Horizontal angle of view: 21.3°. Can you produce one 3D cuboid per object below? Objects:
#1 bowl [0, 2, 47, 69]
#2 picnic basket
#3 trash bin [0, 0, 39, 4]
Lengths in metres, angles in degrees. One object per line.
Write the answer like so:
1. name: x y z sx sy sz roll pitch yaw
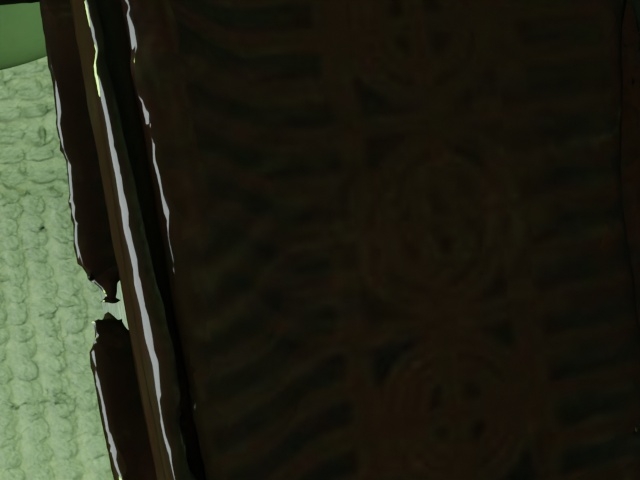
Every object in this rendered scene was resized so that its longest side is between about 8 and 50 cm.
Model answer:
1. bowl: -0.154 -0.238 0.822 0.185 0.354 0.354 14 119 32
2. picnic basket: 0.000 0.000 0.465 0.297 0.129 0.222 180 82 -81
3. trash bin: -0.135 -0.179 0.601 0.252 0.301 0.203 108 153 -66
